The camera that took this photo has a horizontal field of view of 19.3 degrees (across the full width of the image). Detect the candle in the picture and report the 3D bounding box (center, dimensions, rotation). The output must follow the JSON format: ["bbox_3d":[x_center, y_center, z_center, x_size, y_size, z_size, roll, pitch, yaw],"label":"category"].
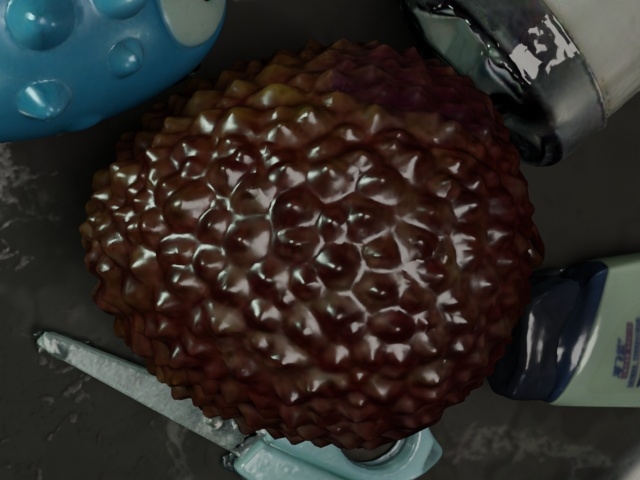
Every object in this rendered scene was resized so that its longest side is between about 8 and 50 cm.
[{"bbox_3d":[0.220,-0.215,1.427,0.330,0.187,0.187,-41,114,-10],"label":"candle"}]

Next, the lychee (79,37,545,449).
[{"bbox_3d":[0.000,0.000,1.323,0.330,0.306,0.306,6,100,-17],"label":"lychee"}]

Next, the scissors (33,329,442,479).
[{"bbox_3d":[-0.069,0.145,1.479,0.360,0.029,0.191,27,87,-23],"label":"scissors"}]

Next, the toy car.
[{"bbox_3d":[-0.180,-0.164,1.271,0.255,0.190,0.188,-20,107,-18],"label":"toy car"}]

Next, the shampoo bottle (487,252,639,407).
[{"bbox_3d":[0.313,0.074,1.589,0.359,0.078,0.134,3,98,-22],"label":"shampoo bottle"}]
